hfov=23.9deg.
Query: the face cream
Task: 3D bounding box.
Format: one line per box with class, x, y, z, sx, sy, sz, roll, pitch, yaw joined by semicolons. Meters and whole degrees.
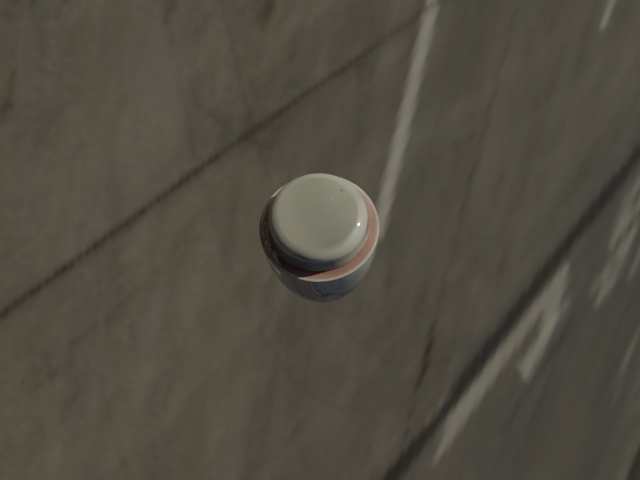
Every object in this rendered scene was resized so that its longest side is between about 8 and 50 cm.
face cream;0.000;0.000;1.164;0.091;0.091;0.095;-60;165;-22
